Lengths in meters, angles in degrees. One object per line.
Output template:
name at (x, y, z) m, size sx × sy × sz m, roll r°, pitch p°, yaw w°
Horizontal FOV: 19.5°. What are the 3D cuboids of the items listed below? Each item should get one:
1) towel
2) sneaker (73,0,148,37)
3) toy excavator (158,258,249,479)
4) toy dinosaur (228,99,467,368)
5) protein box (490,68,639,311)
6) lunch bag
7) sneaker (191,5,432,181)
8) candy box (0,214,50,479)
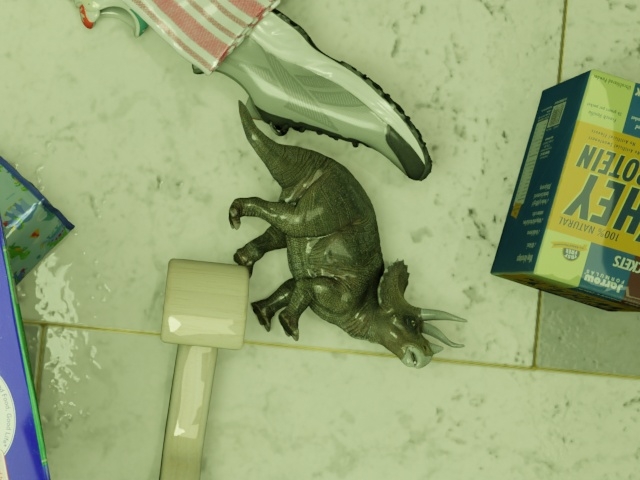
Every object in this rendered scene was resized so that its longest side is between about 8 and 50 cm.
towel at (-0.096, -0.275, 1.798) m, size 0.144 × 0.029 × 0.197 m, roll 41°, pitch 83°, yaw 6°
sneaker at (-0.234, -0.254, 1.841) m, size 0.161 × 0.057 × 0.075 m, roll 21°, pitch 80°, yaw -9°
toy excavator at (-0.145, 0.297, 1.766) m, size 0.222 × 0.445 × 0.433 m, roll 6°, pitch 127°, yaw -6°
toy dinosaur at (0.000, 0.000, 1.847) m, size 0.160 × 0.121 × 0.313 m, roll -26°, pitch 90°, yaw -18°
protein box at (0.275, -0.043, 1.829) m, size 0.136 × 0.200 × 0.201 m, roll 16°, pitch 86°, yaw -6°
lunch bag at (-0.337, -0.023, 1.803) m, size 0.151 × 0.096 × 0.129 m, roll 40°, pitch 83°, yaw 25°
sneaker at (-0.006, -0.139, 1.856) m, size 0.271 × 0.100 × 0.108 m, roll 35°, pitch 93°, yaw 1°
candy box at (-0.303, 0.107, 1.540) m, size 0.122 × 0.317 × 0.268 m, roll -10°, pitch 89°, yaw -13°
